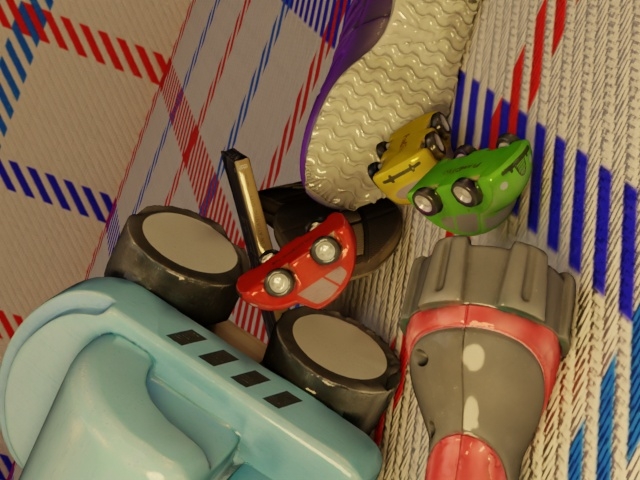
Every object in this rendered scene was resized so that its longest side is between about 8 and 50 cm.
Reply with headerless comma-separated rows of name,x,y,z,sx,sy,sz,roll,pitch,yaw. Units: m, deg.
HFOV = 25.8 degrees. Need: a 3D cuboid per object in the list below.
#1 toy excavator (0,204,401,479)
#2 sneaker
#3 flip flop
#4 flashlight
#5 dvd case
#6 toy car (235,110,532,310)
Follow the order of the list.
toy excavator,-0.086,0.220,0.951,0.222,0.433,0.445,-62,-11,27
sneaker,0.058,-0.156,1.227,0.293,0.102,0.146,-65,14,-10
flip flop,0.000,0.000,1.243,0.277,0.112,0.080,-145,49,-72
flashlight,0.076,0.150,0.776,0.103,0.103,0.304,-39,33,57
dvd case,-0.052,0.028,1.266,0.164,0.018,0.221,-141,36,-79
toy car,0.073,-0.024,1.008,0.239,0.053,0.225,-45,19,-31
